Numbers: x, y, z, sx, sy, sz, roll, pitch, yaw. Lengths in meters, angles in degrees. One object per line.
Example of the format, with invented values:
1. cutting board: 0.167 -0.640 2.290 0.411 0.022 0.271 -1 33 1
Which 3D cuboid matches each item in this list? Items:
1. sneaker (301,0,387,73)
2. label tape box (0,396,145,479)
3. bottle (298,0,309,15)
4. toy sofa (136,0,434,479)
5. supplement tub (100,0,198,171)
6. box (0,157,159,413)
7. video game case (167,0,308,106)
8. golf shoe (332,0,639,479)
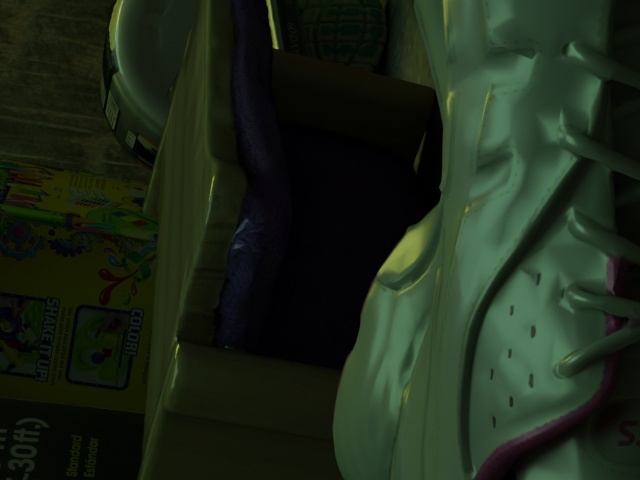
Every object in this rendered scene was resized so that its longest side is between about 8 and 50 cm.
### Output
1. sneaker: 0.009 -0.099 1.066 0.076 0.065 0.166 108 169 -65
2. label tape box: -0.140 0.201 0.771 0.249 0.348 0.115 -94 15 -54
3. bottle: -0.032 -0.053 1.168 0.118 0.092 0.282 -142 61 -79
4. toy sofa: 0.000 0.000 0.727 0.362 0.150 0.177 -99 24 -63
5. supplement tub: -0.110 -0.159 1.450 0.316 0.194 0.193 154 124 -80
6. box: -0.175 0.050 1.387 0.290 0.279 0.177 -120 39 -77
7. video game case: -0.053 -0.052 1.065 0.196 0.026 0.274 127 143 -48
8. golf shoe: 0.082 -0.010 0.403 0.140 0.115 0.306 -114 26 -55
